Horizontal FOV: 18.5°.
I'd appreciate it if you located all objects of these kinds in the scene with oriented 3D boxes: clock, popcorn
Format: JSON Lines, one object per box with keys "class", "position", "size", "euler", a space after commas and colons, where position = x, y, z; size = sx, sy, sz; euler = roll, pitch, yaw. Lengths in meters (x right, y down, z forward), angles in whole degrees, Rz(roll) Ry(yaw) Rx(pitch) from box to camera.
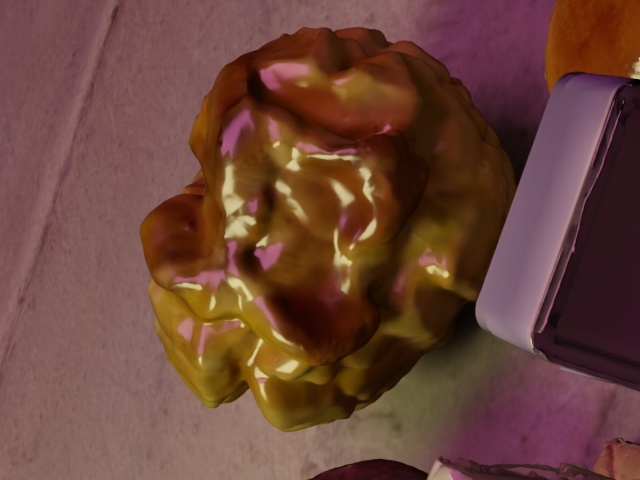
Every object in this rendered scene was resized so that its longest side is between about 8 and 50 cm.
{"class": "clock", "position": [0.188, 0.012, 0.983], "size": [0.073, 0.193, 0.144], "euler": [23, 93, 63]}
{"class": "popcorn", "position": [0.000, 0.000, 1.306], "size": [0.265, 0.225, 0.332], "euler": [-65, 6, -10]}

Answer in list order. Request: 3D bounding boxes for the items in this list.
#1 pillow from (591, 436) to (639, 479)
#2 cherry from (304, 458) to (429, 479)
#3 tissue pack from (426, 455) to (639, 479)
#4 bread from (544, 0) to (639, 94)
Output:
{"class": "pillow", "position": [0.160, 0.223, 1.072], "size": [0.126, 0.043, 0.232], "euler": [20, 89, 56]}
{"class": "cherry", "position": [-0.002, 0.251, 1.160], "size": [0.206, 0.239, 0.239], "euler": [19, 91, 67]}
{"class": "tissue pack", "position": [0.100, 0.293, 0.871], "size": [0.297, 0.207, 0.380], "euler": [25, -96, -74]}
{"class": "bread", "position": [0.230, -0.147, 1.064], "size": [0.250, 0.133, 0.179], "euler": [-45, 35, 38]}
